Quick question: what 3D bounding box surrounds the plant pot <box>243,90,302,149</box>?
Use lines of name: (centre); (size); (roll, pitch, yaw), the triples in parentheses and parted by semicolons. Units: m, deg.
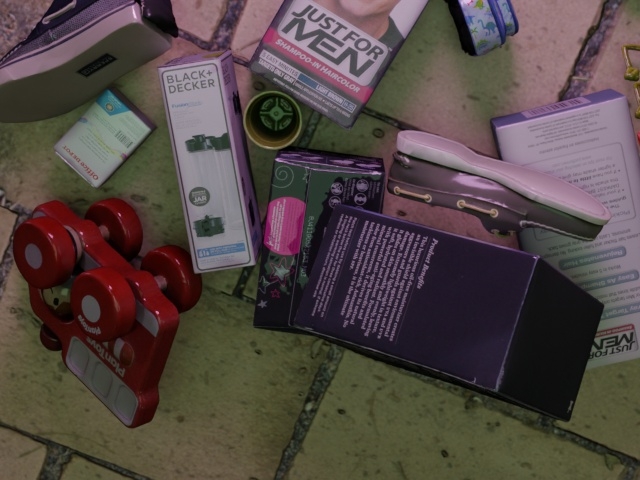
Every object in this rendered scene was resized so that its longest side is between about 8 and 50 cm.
plant pot: (-0.066, -0.176, 1.730); (0.083, 0.079, 0.083); (0, 103, 1)

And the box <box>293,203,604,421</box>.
box: (0.178, 0.097, 1.588); (0.294, 0.296, 0.183); (16, 84, 31)

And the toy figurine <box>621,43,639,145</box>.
toy figurine: (0.549, -0.103, 1.700); (0.191, 0.217, 0.363); (-15, 59, 9)

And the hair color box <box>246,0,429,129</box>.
hair color box: (0.057, -0.347, 1.676); (0.174, 0.105, 0.347); (30, 101, -5)

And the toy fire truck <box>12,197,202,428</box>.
toy fire truck: (-0.327, 0.096, 1.741); (0.302, 0.169, 0.254); (38, 123, 24)

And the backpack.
backpack: (0.225, -0.312, 1.673); (0.084, 0.114, 0.105); (-22, 100, 6)

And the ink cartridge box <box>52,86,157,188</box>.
ink cartridge box: (-0.313, -0.149, 1.758); (0.088, 0.052, 0.122); (44, 99, -6)

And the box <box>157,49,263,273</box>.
box: (-0.150, -0.115, 1.702); (0.087, 0.169, 0.290); (-9, 101, 4)

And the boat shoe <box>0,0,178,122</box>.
boat shoe: (-0.351, -0.294, 1.709); (0.340, 0.127, 0.158); (-21, 64, 22)

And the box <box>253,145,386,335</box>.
box: (0.000, 0.000, 1.736); (0.163, 0.142, 0.247); (8, 104, -1)

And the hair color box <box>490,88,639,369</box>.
hair color box: (0.377, -0.010, 1.735); (0.185, 0.113, 0.375); (-13, 101, 6)

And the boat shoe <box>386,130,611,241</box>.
boat shoe: (0.235, -0.058, 1.627); (0.305, 0.109, 0.091); (21, 110, 14)
